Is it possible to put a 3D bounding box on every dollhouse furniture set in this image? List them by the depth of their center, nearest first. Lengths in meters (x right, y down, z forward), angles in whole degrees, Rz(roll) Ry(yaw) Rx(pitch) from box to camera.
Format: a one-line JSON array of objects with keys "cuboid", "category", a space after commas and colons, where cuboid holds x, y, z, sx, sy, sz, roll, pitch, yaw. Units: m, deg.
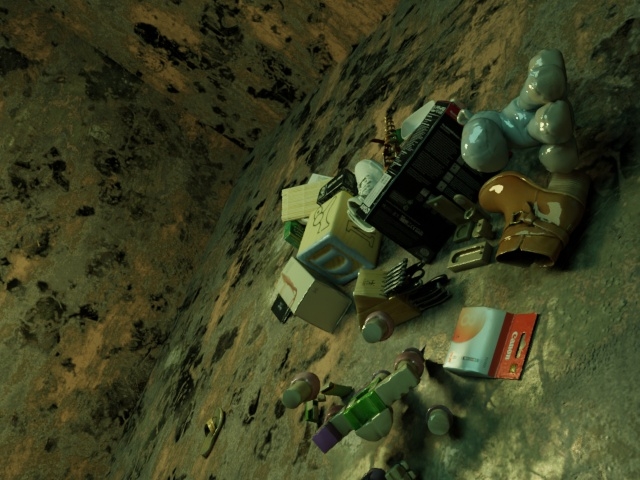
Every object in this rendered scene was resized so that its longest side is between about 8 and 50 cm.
[{"cuboid": [0.330, -0.023, 1.420, 0.144, 0.123, 0.151, -23, 39, 56], "category": "dollhouse furniture set"}, {"cuboid": [0.013, 0.429, 1.546, 0.152, 0.076, 0.058, -40, 39, 40], "category": "dollhouse furniture set"}]

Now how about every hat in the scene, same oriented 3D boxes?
[{"cuboid": [0.248, -0.365, 2.014, 0.173, 0.183, 0.208, -55, 21, 3], "category": "hat"}]

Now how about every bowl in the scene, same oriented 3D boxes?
[{"cuboid": [0.335, -0.382, 1.914, 0.142, 0.053, 0.142, -36, 24, 27], "category": "bowl"}]

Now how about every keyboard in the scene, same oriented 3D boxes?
[{"cuboid": [-0.139, 0.242, 2.215, 0.108, 0.023, 0.180, -63, 21, 2], "category": "keyboard"}]

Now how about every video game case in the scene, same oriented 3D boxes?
[{"cuboid": [0.027, -0.147, 2.221, 0.227, 0.026, 0.206, 16, 68, 27], "category": "video game case"}]

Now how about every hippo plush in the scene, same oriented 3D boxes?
[{"cuboid": [0.408, -0.266, 1.249, 0.236, 0.234, 0.294, -9, 28, 27], "category": "hippo plush"}]

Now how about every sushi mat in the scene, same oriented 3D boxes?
[{"cuboid": [0.002, -0.165, 2.215, 0.316, 0.019, 0.151, -12, 57, 14], "category": "sushi mat"}]

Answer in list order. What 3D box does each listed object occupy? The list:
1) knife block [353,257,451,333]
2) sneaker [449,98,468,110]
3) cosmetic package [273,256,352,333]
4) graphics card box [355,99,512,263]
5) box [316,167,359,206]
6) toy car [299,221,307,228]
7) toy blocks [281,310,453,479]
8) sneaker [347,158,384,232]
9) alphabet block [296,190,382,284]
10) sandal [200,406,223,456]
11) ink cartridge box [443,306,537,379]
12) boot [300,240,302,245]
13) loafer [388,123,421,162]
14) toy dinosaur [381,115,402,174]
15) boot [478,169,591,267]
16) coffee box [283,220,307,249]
[{"cuboid": [0.214, 0.155, 1.505, 0.275, 0.242, 0.088, 78, -156, -49], "category": "knife block"}, {"cuboid": [0.404, -0.391, 1.871, 0.134, 0.070, 0.051, -53, 23, 11], "category": "sneaker"}, {"cuboid": [-0.033, 0.171, 1.905, 0.129, 0.153, 0.296, -58, 19, 2], "category": "cosmetic package"}, {"cuboid": [0.294, -0.149, 1.531, 0.371, 0.233, 0.094, -55, 22, 7], "category": "graphics card box"}, {"cuboid": [0.103, -0.140, 2.012, 0.147, 0.180, 0.077, -36, 29, 43], "category": "box"}, {"cuboid": [-0.021, -0.152, 2.366, 0.188, 0.155, 0.149, -47, 10, -17], "category": "toy car"}, {"cuboid": [0.123, 0.350, 1.278, 0.288, 0.309, 0.260, -41, -10, 9], "category": "toy blocks"}, {"cuboid": [0.143, -0.142, 1.767, 0.108, 0.169, 0.292, -52, 51, 36], "category": "sneaker"}, {"cuboid": [0.067, -0.005, 1.876, 0.192, 0.193, 0.197, -31, 33, 45], "category": "alphabet block"}, {"cuboid": [-0.396, 0.681, 2.099, 0.072, 0.049, 0.180, -28, 35, 52], "category": "sandal"}, {"cuboid": [0.339, 0.205, 1.184, 0.179, 0.045, 0.145, -20, 42, 61], "category": "ink cartridge box"}, {"cuboid": [-0.002, 0.000, 2.052, 0.076, 0.189, 0.208, -27, 36, 24], "category": "boot"}, {"cuboid": [0.281, -0.262, 1.861, 0.366, 0.134, 0.130, -46, 23, 25], "category": "loafer"}, {"cuboid": [0.254, -0.192, 1.670, 0.164, 0.218, 0.322, 9, 108, 40], "category": "toy dinosaur"}, {"cuboid": [0.426, -0.036, 1.262, 0.283, 0.109, 0.220, 2, 55, 52], "category": "boot"}, {"cuboid": [-0.092, -0.036, 2.393, 0.040, 0.113, 0.184, -43, 23, 25], "category": "coffee box"}]
